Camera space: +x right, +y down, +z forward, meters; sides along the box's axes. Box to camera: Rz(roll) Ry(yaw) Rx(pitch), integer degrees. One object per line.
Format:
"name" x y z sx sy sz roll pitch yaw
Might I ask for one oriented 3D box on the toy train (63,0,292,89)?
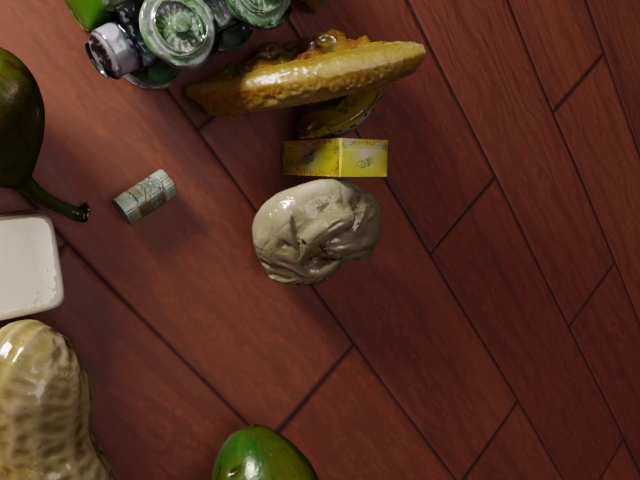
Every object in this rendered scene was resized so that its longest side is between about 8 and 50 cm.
"toy train" -0.196 -0.358 0.801 0.307 0.173 0.249 -38 110 -24

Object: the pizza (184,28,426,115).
"pizza" -0.025 -0.242 0.867 0.258 0.268 0.087 -32 122 -31

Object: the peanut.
"peanut" -0.360 0.257 0.791 0.153 0.140 0.325 -65 148 -63

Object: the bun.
"bun" 0.000 0.000 0.957 0.237 0.210 0.116 8 49 -39

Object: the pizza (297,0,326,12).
"pizza" -0.045 -0.456 0.925 0.062 0.182 0.161 -17 87 11

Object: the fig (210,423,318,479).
"fig" -0.093 0.398 0.973 0.181 0.181 0.191 -13 82 -32

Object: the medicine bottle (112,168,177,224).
"medicine bottle" -0.256 -0.063 0.870 0.083 0.047 0.047 -38 115 -24

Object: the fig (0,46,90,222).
"fig" -0.398 -0.112 0.747 0.151 0.151 0.259 -40 144 -24

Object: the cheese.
"cheese" 0.048 -0.242 0.997 0.250 0.156 0.064 -55 131 -33

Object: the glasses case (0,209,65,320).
"glasses case" -0.483 0.047 0.716 0.313 0.070 0.131 -12 103 -33

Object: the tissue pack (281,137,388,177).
"tissue pack" 0.019 -0.133 0.969 0.095 0.176 0.062 -4 99 -34
